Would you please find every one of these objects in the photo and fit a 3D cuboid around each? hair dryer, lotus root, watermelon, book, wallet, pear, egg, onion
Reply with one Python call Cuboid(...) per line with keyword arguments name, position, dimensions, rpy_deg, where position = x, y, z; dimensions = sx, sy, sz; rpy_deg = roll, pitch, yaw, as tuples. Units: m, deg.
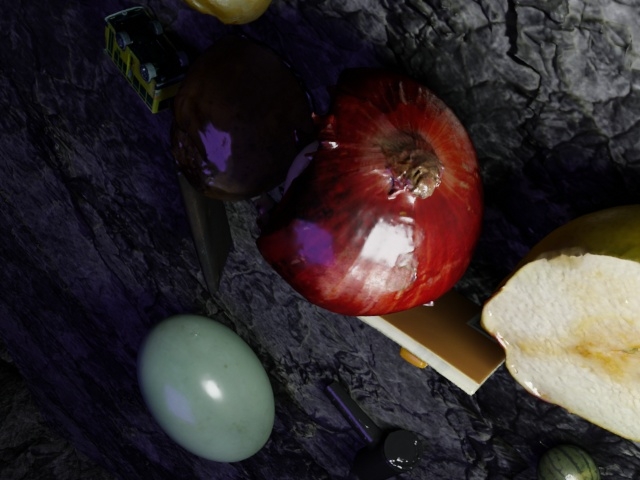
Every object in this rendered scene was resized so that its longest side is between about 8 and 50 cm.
Cuboid(name="hair dryer", position=(0.094, 0.407, 1.975), dimensions=(0.251, 0.089, 0.197), rpy_deg=(52, 151, 8))
Cuboid(name="lotus root", position=(-0.154, -0.188, 1.512), dimensions=(0.272, 0.192, 0.272), rpy_deg=(38, 151, 25))
Cuboid(name="watermelon", position=(0.418, 0.395, 1.561), dimensions=(0.133, 0.105, 0.105), rpy_deg=(53, 156, 36))
Cuboid(name="book", position=(0.130, 0.088, 1.429), dimensions=(0.374, 0.262, 0.028), rpy_deg=(34, 114, 18))
Cuboid(name="wallet", position=(-0.226, -0.062, 1.737), dimensions=(0.044, 0.170, 0.321), rpy_deg=(-1, 132, 7))
Cuboid(name="pear", position=(0.415, 0.089, 1.140), dimensions=(0.386, 0.191, 0.340), rpy_deg=(3, 132, 46))
Cuboid(name="egg", position=(-0.265, 0.344, 2.113), dimensions=(0.389, 0.276, 0.276), rpy_deg=(52, 147, -10))
Cuboid(name="onion", position=(0.073, -0.049, 1.251), dimensions=(0.341, 0.341, 0.341), rpy_deg=(30, 144, 24))

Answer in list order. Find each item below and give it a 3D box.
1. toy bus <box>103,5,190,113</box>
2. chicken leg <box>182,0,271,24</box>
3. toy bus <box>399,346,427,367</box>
Cuboid(name="toy bus", position=(-0.303, -0.315, 1.582), dimensions=(0.175, 0.088, 0.101), rpy_deg=(51, 149, 18))
Cuboid(name="chicken leg", position=(-0.182, -0.502, 1.242), dimensions=(0.201, 0.153, 0.429), rpy_deg=(-1, 119, 34))
Cuboid(name="toy bus", position=(0.182, 0.168, 1.600), dimensions=(0.070, 0.074, 0.162), rpy_deg=(30, 143, 22))
